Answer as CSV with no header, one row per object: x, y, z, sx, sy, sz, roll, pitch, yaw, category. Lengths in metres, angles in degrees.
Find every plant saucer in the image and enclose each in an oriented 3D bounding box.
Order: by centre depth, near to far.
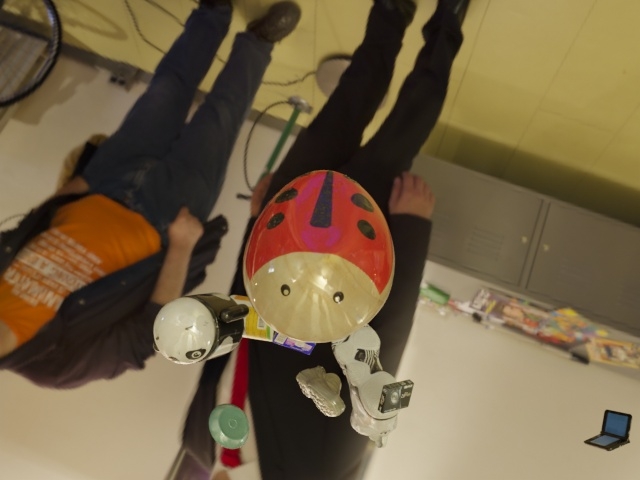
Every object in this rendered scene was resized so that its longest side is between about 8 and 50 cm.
-0.227,0.470,1.714,0.119,0.119,0.021,30,133,-18,plant saucer

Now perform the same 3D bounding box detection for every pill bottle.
-0.253,0.257,2.265,0.245,0.137,0.136,7,155,10,pill bottle

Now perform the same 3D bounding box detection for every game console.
0.809,0.534,1.894,0.107,0.071,0.122,-17,177,-13,game console

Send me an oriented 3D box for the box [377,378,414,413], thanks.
0.175,0.360,1.554,0.083,0.067,0.018,-3,-157,-36,box

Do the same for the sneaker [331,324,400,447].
0.119,0.399,1.888,0.137,0.366,0.210,-11,129,-14,sneaker

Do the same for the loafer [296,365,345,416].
0.015,0.464,2.123,0.112,0.111,0.319,65,166,-15,loafer

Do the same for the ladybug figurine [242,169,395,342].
0.000,0.000,1.336,0.304,0.449,0.162,3,129,0,ladybug figurine

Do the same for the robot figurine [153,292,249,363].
-0.304,0.226,1.730,0.173,0.209,0.278,29,-170,19,robot figurine

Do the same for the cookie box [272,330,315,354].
-0.055,0.187,1.476,0.091,0.107,0.040,21,125,-14,cookie box
